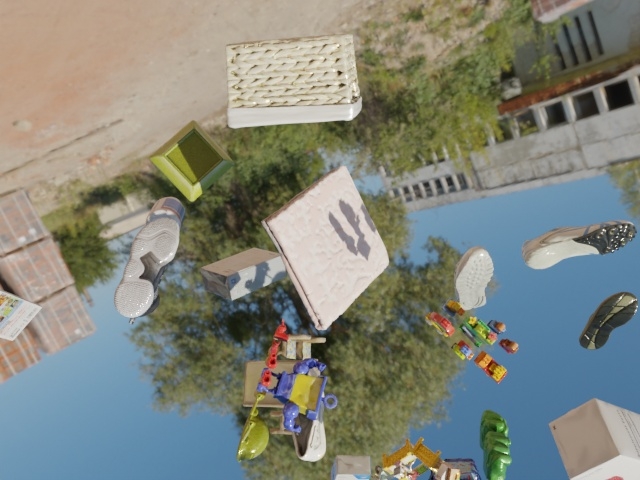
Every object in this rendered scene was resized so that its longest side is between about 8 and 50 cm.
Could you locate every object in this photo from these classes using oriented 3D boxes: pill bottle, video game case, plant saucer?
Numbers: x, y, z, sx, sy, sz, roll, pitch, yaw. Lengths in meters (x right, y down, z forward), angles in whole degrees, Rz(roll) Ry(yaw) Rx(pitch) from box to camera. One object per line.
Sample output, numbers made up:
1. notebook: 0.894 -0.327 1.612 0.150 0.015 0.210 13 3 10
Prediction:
1. pill bottle: -0.566 -0.089 2.079 0.124 0.124 0.221 -23 -159 3
2. video game case: -0.613 0.145 1.090 0.087 0.011 0.122 -51 155 -9
3. plant saucer: -0.390 -0.249 1.724 0.188 0.188 0.045 -45 -171 -15

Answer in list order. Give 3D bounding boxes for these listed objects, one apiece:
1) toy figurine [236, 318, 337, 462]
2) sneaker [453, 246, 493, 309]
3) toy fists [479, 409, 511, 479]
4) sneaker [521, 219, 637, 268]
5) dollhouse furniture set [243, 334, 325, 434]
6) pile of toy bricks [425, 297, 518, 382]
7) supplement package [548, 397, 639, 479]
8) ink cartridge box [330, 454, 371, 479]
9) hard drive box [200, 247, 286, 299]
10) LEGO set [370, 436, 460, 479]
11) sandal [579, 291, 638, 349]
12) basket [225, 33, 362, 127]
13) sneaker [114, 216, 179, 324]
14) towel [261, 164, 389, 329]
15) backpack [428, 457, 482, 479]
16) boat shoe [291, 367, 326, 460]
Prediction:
1. toy figurine: -0.060 0.409 1.458 0.191 0.217 0.362 114 -5 -54
2. sneaker: 0.363 0.079 1.384 0.090 0.235 0.095 -7 -127 0
3. toy fists: 0.629 0.725 2.026 0.096 0.142 0.279 0 -161 11
4. sneaker: 0.566 -0.004 1.248 0.237 0.085 0.086 -17 -142 22
5. dollhouse furniture set: -0.065 0.528 2.069 0.256 0.362 0.394 -6 164 26
6. pile of toy bricks: 0.340 0.203 1.206 0.118 0.212 0.105 -47 177 -12
7. supplement package: 0.854 0.606 1.644 0.177 0.293 0.175 -49 -149 35
8. ink cartridge box: 0.114 0.919 2.207 0.134 0.231 0.078 3 -131 -4
9. hard drive box: -0.265 0.110 1.945 0.232 0.089 0.181 -22 -159 -36
10. LEGO set: 0.258 0.577 1.407 0.287 0.107 0.132 -32 -156 42
11. sandal: 1.094 0.300 2.172 0.086 0.120 0.303 -62 174 -51
12. basket: -0.035 -0.211 0.736 0.167 0.103 0.113 -2 -160 11
13. sneaker: -0.428 0.078 1.396 0.153 0.101 0.269 122 -13 -63
14. towel: 0.027 0.010 1.445 0.053 0.317 0.332 -13 -160 45
15. backpack: 0.401 0.709 1.672 0.158 0.117 0.173 -7 -179 15
16. boat shoe: -0.047 0.482 1.605 0.098 0.277 0.096 -22 153 21
